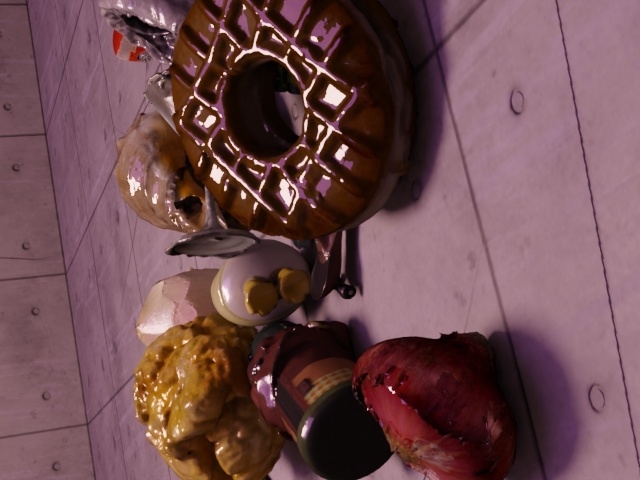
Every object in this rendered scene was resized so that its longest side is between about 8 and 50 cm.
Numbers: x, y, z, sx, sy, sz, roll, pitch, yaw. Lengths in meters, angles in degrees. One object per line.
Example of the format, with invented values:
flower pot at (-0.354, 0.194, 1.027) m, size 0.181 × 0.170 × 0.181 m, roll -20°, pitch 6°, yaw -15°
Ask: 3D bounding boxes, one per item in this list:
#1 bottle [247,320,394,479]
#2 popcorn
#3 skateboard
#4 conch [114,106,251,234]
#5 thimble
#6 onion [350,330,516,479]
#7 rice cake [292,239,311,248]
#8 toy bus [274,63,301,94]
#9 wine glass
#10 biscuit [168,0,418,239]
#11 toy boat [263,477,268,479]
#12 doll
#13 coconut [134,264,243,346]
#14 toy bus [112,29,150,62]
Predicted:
bottle at (-0.008, 0.176, 1.304) m, size 0.143 × 0.156 × 0.271 m, roll 58°, pitch 171°, yaw -29°
popcorn at (-0.157, 0.239, 1.520) m, size 0.332 × 0.225 × 0.264 m, roll 128°, pitch 126°, yaw -78°
skateboard at (0.000, 0.000, 1.310) m, size 0.067 × 0.080 × 0.151 m, roll -149°, pitch 59°, yaw -70°
conch at (-0.167, -0.116, 1.562) m, size 0.324 × 0.186 × 0.263 m, roll 38°, pitch 117°, yaw 33°
thimble at (-0.180, -0.330, 1.444) m, size 0.246 × 0.217 × 0.157 m, roll 25°, pitch 83°, yaw 22°
onion at (0.122, 0.155, 1.005) m, size 0.184 × 0.147 × 0.184 m, roll 40°, pitch 170°, yaw 9°
rice cake at (-0.019, -0.068, 1.405) m, size 0.033 × 0.029 × 0.170 m, roll -124°, pitch 35°, yaw -55°
toy bus at (-0.031, -0.243, 1.317) m, size 0.175 × 0.088 × 0.101 m, roll -137°, pitch 47°, yaw -59°
wine glass at (-0.150, -0.098, 1.367) m, size 0.156 × 0.156 × 0.232 m, roll 142°, pitch 124°, yaw -64°
biscuit at (-0.038, -0.159, 1.185) m, size 0.332 × 0.103 × 0.332 m, roll 14°, pitch 114°, yaw 35°
toy boat at (-0.127, 0.410, 1.741) m, size 0.293 × 0.055 × 0.093 m, roll -152°, pitch 58°, yaw -63°
doll at (-0.091, 0.071, 1.491) m, size 0.117 × 0.141 × 0.296 m, roll 65°, pitch 166°, yaw 4°
coconut at (-0.220, 0.126, 1.729) m, size 0.171 × 0.183 × 0.170 m, roll 19°, pitch 111°, yaw 61°
toy bus at (-0.375, -0.427, 2.106) m, size 0.174 × 0.077 × 0.079 m, roll 132°, pitch 129°, yaw -60°
